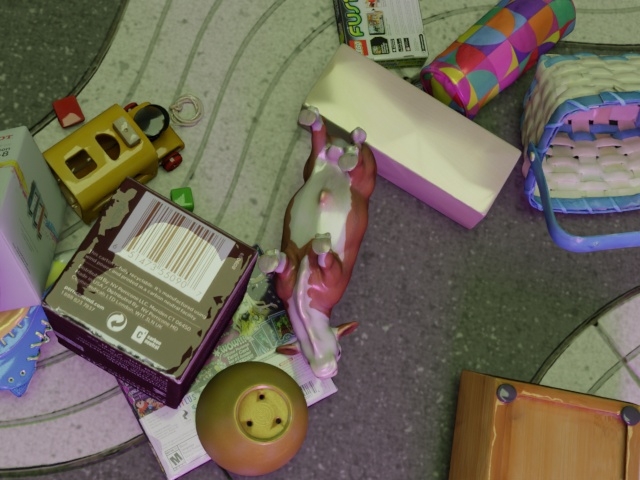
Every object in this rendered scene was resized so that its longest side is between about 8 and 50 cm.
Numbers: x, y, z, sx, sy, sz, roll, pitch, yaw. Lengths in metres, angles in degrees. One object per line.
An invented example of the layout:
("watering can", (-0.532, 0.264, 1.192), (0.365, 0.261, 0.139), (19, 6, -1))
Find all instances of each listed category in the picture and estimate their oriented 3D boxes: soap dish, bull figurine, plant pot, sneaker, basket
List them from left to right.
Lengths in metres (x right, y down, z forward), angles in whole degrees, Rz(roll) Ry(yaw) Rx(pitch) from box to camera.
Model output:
("sneaker", (-0.350, 0.107, 1.298), (0.240, 0.091, 0.126), (-31, 100, -16))
("plant pot", (-0.072, 0.199, 1.256), (0.134, 0.095, 0.134), (2, 77, -11))
("bull figurine", (0.000, 0.000, 1.283), (0.101, 0.188, 0.310), (6, 71, 10))
("soap dish", (0.267, 0.306, 1.303), (0.229, 0.118, 0.291), (12, 68, -6))
("basket", (0.385, -0.102, 1.388), (0.255, 0.201, 0.289), (0, 43, -9))

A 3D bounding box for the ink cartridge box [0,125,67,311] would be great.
("ink cartridge box", (-0.380, -0.021, 1.243), (0.128, 0.127, 0.176), (-11, 40, 9))

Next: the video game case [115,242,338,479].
("video game case", (-0.129, 0.145, 1.333), (0.232, 0.042, 0.210), (-27, 81, -15))

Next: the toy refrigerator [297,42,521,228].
("toy refrigerator", (0.112, -0.132, 1.427), (0.269, 0.094, 0.102), (31, 77, 2))

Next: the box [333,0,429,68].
("box", (0.074, -0.335, 1.504), (0.114, 0.036, 0.207), (-5, 76, -11))

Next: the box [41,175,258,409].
("box", (-0.186, 0.065, 1.218), (0.168, 0.203, 0.167), (29, 71, 1))

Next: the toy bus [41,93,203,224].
("toy bus", (-0.244, -0.114, 1.355), (0.191, 0.104, 0.202), (6, 74, -8))

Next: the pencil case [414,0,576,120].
("pencil case", (0.237, -0.254, 1.479), (0.236, 0.104, 0.104), (-41, 84, -15))
